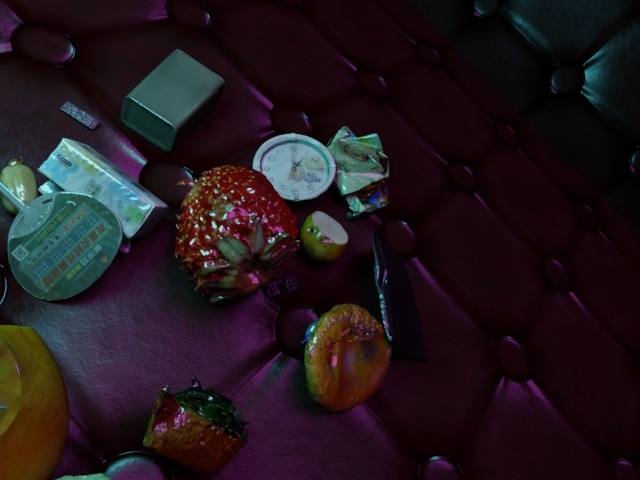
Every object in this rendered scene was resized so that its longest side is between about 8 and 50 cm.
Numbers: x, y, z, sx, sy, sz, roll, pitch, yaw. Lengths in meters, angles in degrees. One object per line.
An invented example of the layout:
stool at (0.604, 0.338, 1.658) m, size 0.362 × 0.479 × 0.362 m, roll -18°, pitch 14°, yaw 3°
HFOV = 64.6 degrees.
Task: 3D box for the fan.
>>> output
fan at (-0.551, 0.000, 1.000) m, size 0.294 × 0.012 × 0.223 m, roll 15°, pitch 88°, yaw -6°

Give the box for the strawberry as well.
strawberry at (-0.217, -0.039, 1.156) m, size 0.292 × 0.292 × 0.343 m, roll -12°, pitch 49°, yaw -37°

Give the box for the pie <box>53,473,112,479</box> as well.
pie at (-0.368, 0.486, 0.608) m, size 0.180 × 0.418 × 0.395 m, roll 12°, pitch 38°, yaw 33°

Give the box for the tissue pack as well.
tissue pack at (-0.472, -0.089, 1.095) m, size 0.229 × 0.159 × 0.145 m, roll 38°, pitch 89°, yaw -7°

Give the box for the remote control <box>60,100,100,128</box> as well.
remote control at (-0.593, -0.306, 1.248) m, size 0.091 × 0.016 × 0.034 m, roll 33°, pitch 64°, yaw -8°

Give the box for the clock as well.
clock at (-0.075, -0.201, 1.447) m, size 0.237 × 0.053 × 0.236 m, roll 3°, pitch 58°, yaw -5°

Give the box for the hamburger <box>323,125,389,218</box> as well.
hamburger at (0.121, -0.216, 1.538) m, size 0.276 × 0.150 × 0.260 m, roll 44°, pitch 49°, yaw 1°

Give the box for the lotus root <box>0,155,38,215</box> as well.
lotus root at (-0.634, -0.111, 1.060) m, size 0.073 × 0.062 × 0.150 m, roll -16°, pitch 66°, yaw -14°

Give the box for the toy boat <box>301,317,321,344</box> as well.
toy boat at (0.034, 0.235, 1.220) m, size 0.175 × 0.091 × 0.110 m, roll -9°, pitch 60°, yaw -31°

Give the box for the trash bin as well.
trash bin at (-0.395, -0.374, 1.349) m, size 0.164 × 0.122 × 0.240 m, roll 34°, pitch 50°, yaw -7°

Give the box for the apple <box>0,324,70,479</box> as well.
apple at (-0.547, 0.242, 0.689) m, size 0.384 × 0.374 × 0.374 m, roll 47°, pitch 48°, yaw 3°

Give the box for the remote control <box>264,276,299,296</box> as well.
remote control at (-0.098, 0.118, 1.268) m, size 0.096 × 0.014 × 0.039 m, roll -12°, pitch 67°, yaw -38°

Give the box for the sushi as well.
sushi at (-0.244, 0.334, 0.938) m, size 0.140 × 0.149 × 0.287 m, roll -55°, pitch 135°, yaw -19°

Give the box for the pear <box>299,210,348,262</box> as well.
pear at (0.000, 0.000, 1.352) m, size 0.141 × 0.104 × 0.141 m, roll 35°, pitch 25°, yaw -19°

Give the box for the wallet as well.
wallet at (0.204, 0.145, 1.355) m, size 0.247 × 0.041 × 0.323 m, roll 36°, pitch 37°, yaw -49°

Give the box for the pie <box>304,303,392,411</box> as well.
pie at (0.061, 0.269, 1.156) m, size 0.273 × 0.069 × 0.273 m, roll -6°, pitch 99°, yaw -44°
